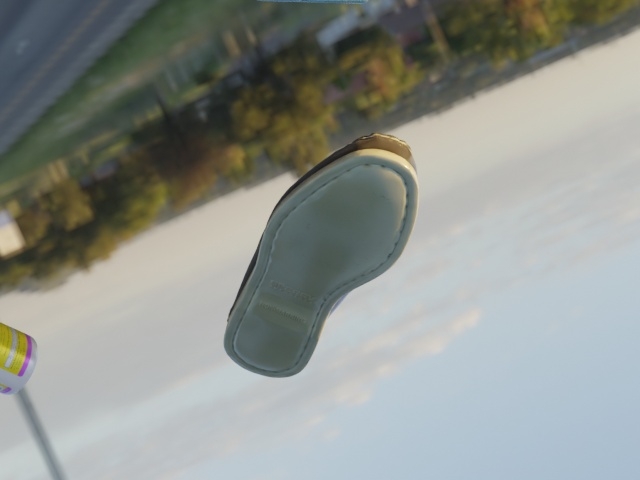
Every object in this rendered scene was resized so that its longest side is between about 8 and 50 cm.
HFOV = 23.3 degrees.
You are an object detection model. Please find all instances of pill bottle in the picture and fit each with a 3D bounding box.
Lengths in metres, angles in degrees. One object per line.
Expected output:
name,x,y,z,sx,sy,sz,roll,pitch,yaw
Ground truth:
pill bottle,-0.230,0.068,1.021,0.043,0.043,0.083,-22,140,40

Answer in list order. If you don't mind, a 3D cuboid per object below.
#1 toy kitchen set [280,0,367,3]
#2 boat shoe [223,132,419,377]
toy kitchen set,0.020,-0.309,1.391,0.122,0.207,0.166,-3,-161,-27
boat shoe,0.000,0.000,0.996,0.228,0.081,0.069,-55,-167,46
